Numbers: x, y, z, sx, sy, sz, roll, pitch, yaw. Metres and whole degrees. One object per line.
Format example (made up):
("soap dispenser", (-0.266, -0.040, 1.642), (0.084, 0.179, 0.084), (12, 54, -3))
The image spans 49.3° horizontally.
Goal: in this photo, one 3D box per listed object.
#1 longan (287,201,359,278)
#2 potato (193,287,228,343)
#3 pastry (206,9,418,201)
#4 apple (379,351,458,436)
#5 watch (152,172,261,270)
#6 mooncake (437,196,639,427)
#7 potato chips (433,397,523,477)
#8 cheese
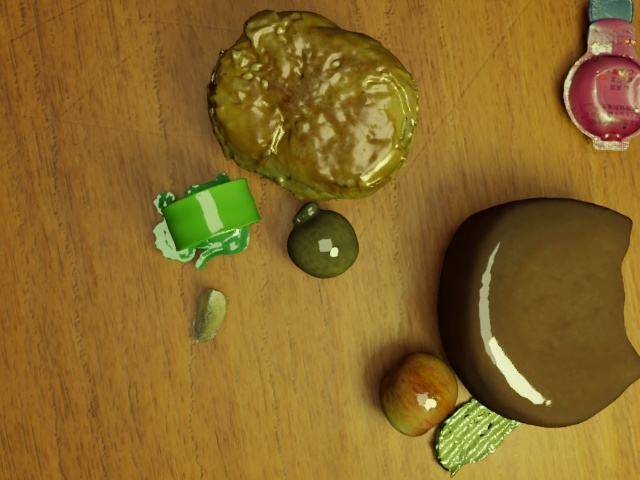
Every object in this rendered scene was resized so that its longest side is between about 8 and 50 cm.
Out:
("longan", (0.000, 0.000, 1.053), (0.106, 0.106, 0.119), (-29, 99, -3))
("potato", (-0.172, 0.111, 1.078), (0.037, 0.036, 0.093), (6, 111, -39))
("pastry", (-0.008, -0.189, 1.021), (0.310, 0.162, 0.255), (31, 99, 7))
("apple", (0.146, 0.229, 1.051), (0.102, 0.126, 0.126), (44, 88, 4))
("watch", (-0.171, -0.024, 1.017), (0.165, 0.152, 0.131), (-19, 94, -5))
("mooncake", (0.328, 0.091, 1.033), (0.334, 0.174, 0.326), (-35, 90, -13))
("potato chips", (0.266, 0.287, 1.105), (0.207, 0.028, 0.092), (-35, 93, -1))
("cheese", (0.457, -0.263, 1.099), (0.155, 0.062, 0.244), (0, 89, -4))
